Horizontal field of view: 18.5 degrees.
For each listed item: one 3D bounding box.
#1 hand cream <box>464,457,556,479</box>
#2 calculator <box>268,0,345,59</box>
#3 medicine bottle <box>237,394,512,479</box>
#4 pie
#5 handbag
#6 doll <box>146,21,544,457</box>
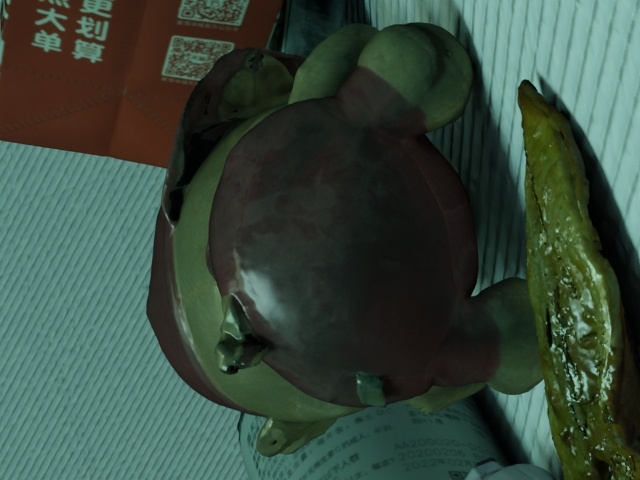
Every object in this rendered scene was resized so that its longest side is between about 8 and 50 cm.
[{"bbox_3d":[0.109,0.148,0.916,0.142,0.053,0.084,45,154,56],"label":"hand cream"},{"bbox_3d":[-0.027,-0.048,1.119,0.177,0.040,0.268,-153,75,-84],"label":"calculator"},{"bbox_3d":[0.036,0.139,1.111,0.293,0.141,0.141,-115,8,-54],"label":"medicine bottle"},{"bbox_3d":[0.095,0.034,0.700,0.092,0.034,0.170,-116,14,-68],"label":"pie"},{"bbox_3d":[-0.088,-0.185,1.033,0.298,0.151,0.171,110,166,-53],"label":"handbag"},{"bbox_3d":[0.003,0.001,0.911,0.256,0.152,0.196,163,120,-70],"label":"doll"}]
